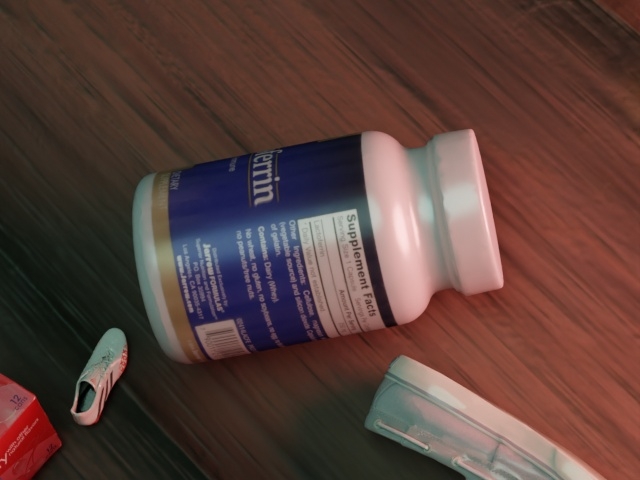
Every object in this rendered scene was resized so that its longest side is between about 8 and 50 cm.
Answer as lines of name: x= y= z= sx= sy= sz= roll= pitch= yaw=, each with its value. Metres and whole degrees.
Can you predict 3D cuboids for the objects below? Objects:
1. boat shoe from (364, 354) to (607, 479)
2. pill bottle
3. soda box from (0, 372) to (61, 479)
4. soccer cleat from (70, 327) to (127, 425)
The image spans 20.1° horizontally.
boat shoe: x=0.133 y=0.172 z=1.358 sx=0.227 sy=0.079 sz=0.081 roll=31 pitch=90 yaw=23
pill bottle: x=0.000 y=0.000 z=1.390 sx=0.264 sy=0.153 sz=0.153 roll=-11 pitch=71 yaw=6
soda box: x=-0.321 y=0.214 z=1.384 sx=0.092 sy=0.083 sz=0.263 roll=28 pitch=66 yaw=24
soccer cleat: x=-0.178 y=0.108 z=1.450 sx=0.029 sy=0.035 sz=0.083 roll=19 pitch=77 yaw=16
